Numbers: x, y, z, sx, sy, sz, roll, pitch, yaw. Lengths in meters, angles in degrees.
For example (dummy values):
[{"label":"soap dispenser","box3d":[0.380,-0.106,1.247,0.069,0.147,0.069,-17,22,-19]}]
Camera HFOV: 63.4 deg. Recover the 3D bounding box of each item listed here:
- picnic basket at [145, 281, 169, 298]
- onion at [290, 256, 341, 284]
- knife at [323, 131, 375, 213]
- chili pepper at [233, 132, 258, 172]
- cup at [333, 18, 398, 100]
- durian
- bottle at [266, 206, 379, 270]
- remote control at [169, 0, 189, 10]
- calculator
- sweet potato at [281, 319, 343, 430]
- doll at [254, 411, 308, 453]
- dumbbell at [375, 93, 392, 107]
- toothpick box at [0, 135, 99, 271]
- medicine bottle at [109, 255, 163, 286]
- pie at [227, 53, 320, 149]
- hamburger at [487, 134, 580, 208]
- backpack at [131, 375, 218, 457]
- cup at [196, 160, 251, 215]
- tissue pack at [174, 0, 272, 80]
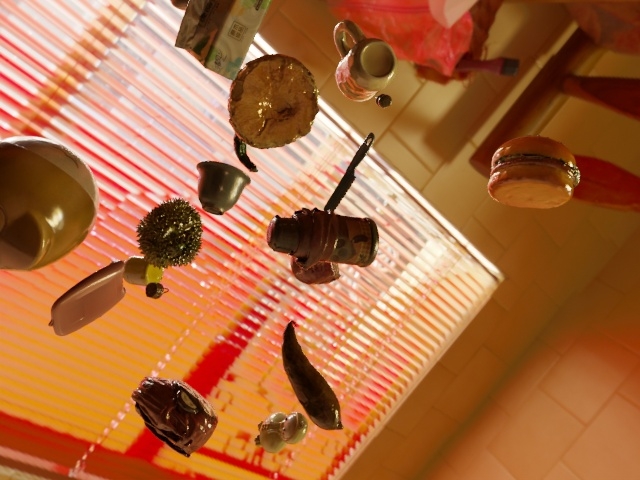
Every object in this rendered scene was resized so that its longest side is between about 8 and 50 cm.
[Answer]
[{"label":"picnic basket","box3d":[-0.631,0.198,2.014,0.072,0.072,0.083,40,-174,26]},{"label":"onion","box3d":[-0.035,0.090,2.209,0.206,0.207,0.216,14,-121,-74]},{"label":"knife","box3d":[0.090,-0.200,1.616,0.044,0.313,0.019,31,178,13]},{"label":"chili pepper","box3d":[-0.346,-0.429,2.330,0.065,0.122,0.278,-5,-98,-63]},{"label":"cup","box3d":[0.152,-0.626,1.780,0.202,0.173,0.255,177,84,-74]},{"label":"durian","box3d":[-0.571,-0.016,1.976,0.225,0.291,0.291,-10,149,36]},{"label":"bottle","box3d":[0.000,0.000,1.289,0.271,0.156,0.143,5,165,-20]},{"label":"remote control","box3d":[-0.408,-0.955,1.919,0.221,0.332,0.103,47,169,40]},{"label":"calculator","box3d":[-0.833,0.218,1.880,0.048,0.220,0.330,32,-137,17]},{"label":"sweet potato","box3d":[-0.048,0.492,1.846,0.422,0.131,0.130,60,-171,14]},{"label":"doll","box3d":[-0.134,0.654,1.791,0.117,0.141,0.296,29,141,-13]},{"label":"dumbbell","box3d":[0.239,-0.528,1.961,0.118,0.052,0.046,-89,-26,-72]},{"label":"toothpick box","box3d":[-0.915,-0.101,1.579,0.409,0.409,0.425,38,-165,-15]},{"label":"medicine bottle","box3d":[-0.768,0.123,2.140,0.213,0.121,0.122,5,170,20]},{"label":"pie","box3d":[-0.159,-0.469,1.772,0.339,0.339,0.083,37,-169,-30]},{"label":"hamburger","box3d":[0.594,-0.197,1.455,0.246,0.169,0.246,11,168,2]},{"label":"backpack","box3d":[-0.357,0.412,1.252,0.229,0.139,0.229,32,161,13]},{"label":"cup","box3d":[-0.358,-0.170,1.821,0.199,0.150,0.199,12,163,4]},{"label":"tissue pack","box3d":[-0.239,-0.526,1.214,0.145,0.229,0.159,9,-151,-46]}]
